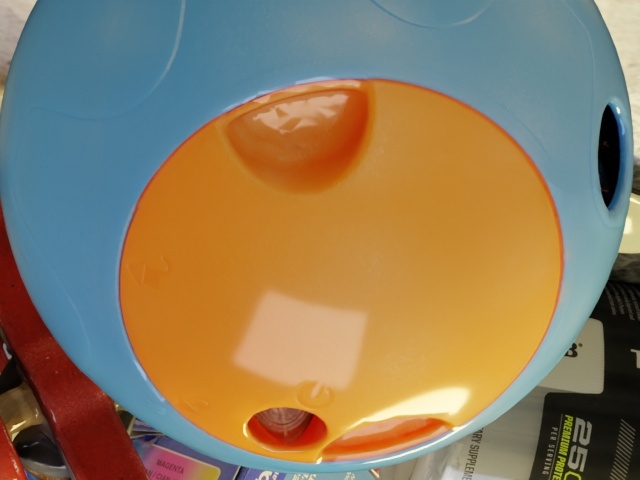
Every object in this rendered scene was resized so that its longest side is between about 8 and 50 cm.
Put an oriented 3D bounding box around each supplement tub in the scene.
[{"bbox_3d":[0.224,0.135,1.280,0.338,0.207,0.207,9,157,-7],"label":"supplement tub"}]

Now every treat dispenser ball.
[{"bbox_3d":[-0.002,-0.037,0.827,0.288,0.288,0.288,6,157,2],"label":"treat dispenser ball"}]

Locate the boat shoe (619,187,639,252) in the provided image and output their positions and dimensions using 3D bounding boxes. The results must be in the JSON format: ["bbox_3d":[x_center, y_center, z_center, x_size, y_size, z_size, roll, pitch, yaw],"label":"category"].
[{"bbox_3d":[0.165,-0.028,1.127,0.133,0.042,0.049,18,130,-26],"label":"boat shoe"}]

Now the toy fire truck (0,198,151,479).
[{"bbox_3d":[-0.183,0.059,1.128,0.169,0.302,0.254,-27,167,-14],"label":"toy fire truck"}]

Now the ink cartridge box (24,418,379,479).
[{"bbox_3d":[-0.110,0.192,1.463,0.270,0.151,0.395,15,156,32],"label":"ink cartridge box"}]

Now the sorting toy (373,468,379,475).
[{"bbox_3d":[0.178,0.157,1.527,0.365,0.127,0.126,23,123,-40],"label":"sorting toy"}]
